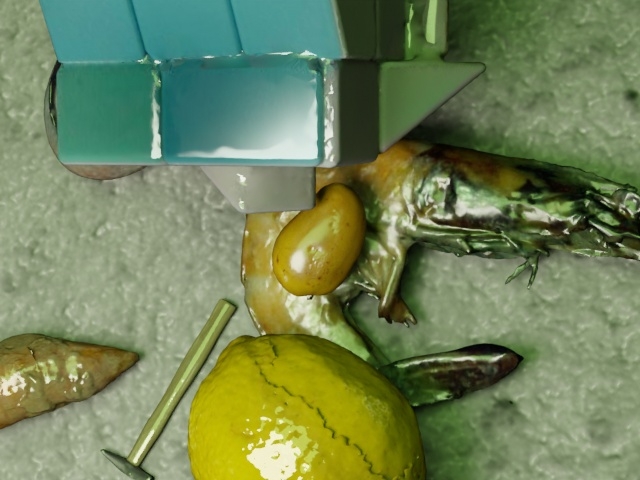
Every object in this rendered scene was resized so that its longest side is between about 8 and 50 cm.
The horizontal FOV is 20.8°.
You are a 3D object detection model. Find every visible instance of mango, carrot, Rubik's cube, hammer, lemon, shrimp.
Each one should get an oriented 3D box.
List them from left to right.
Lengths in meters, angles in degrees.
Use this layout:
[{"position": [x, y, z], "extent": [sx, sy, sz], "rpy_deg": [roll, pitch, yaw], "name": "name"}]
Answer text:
[{"position": [-0.307, 0.146, 1.731], "extent": [0.263, 0.102, 0.102], "rpy_deg": [-13, 72, 5], "name": "carrot"}, {"position": [-0.144, 0.143, 1.721], "extent": [0.062, 0.013, 0.199], "rpy_deg": [28, 83, 20], "name": "hammer"}, {"position": [-0.054, -0.207, 1.586], "extent": [0.387, 0.368, 0.358], "rpy_deg": [3, 97, 20], "name": "Rubik's cube"}, {"position": [-0.012, 0.196, 1.574], "extent": [0.204, 0.204, 0.260], "rpy_deg": [-40, 74, 1], "name": "lemon"}, {"position": [0.000, 0.000, 1.634], "extent": [0.080, 0.060, 0.114], "rpy_deg": [26, 91, 19], "name": "mango"}, {"position": [0.131, 0.033, 1.648], "extent": [0.445, 0.085, 0.272], "rpy_deg": [0, 80, 18], "name": "shrimp"}]

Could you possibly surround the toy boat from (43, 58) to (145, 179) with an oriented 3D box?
[{"position": [-0.194, -0.161, 1.793], "extent": [0.155, 0.085, 0.227], "rpy_deg": [28, 75, 4], "name": "toy boat"}]
